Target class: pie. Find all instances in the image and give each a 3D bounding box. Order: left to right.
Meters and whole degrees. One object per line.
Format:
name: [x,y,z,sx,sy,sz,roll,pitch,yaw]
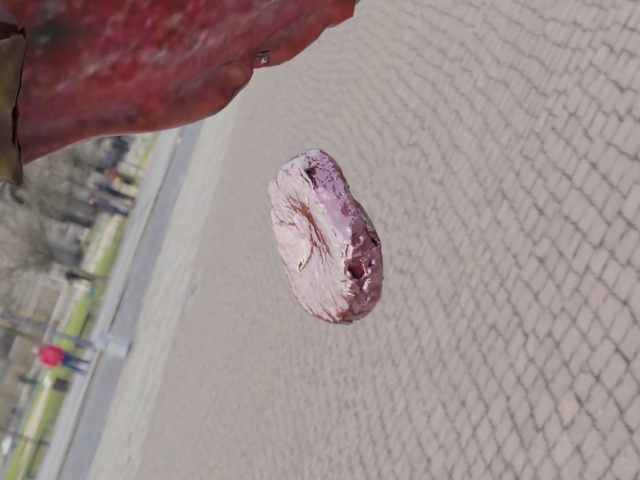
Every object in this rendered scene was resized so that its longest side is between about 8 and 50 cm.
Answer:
pie: [0.000,0.000,0.815,0.153,0.038,0.153,40,141,43]

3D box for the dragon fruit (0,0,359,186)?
dragon fruit: [-0.046,-0.165,0.354,0.240,0.330,0.302,176,95,-71]
